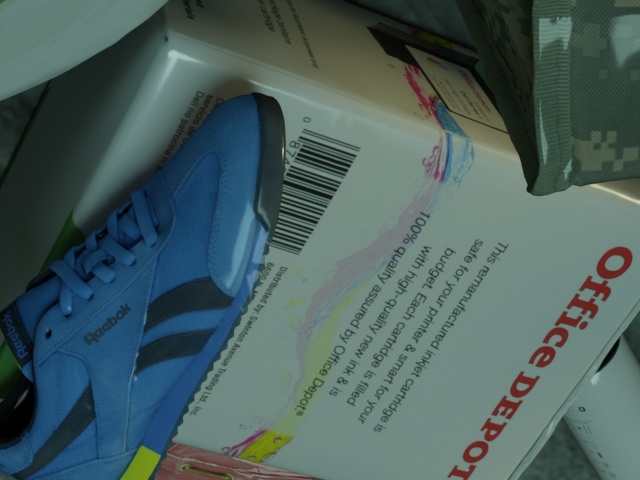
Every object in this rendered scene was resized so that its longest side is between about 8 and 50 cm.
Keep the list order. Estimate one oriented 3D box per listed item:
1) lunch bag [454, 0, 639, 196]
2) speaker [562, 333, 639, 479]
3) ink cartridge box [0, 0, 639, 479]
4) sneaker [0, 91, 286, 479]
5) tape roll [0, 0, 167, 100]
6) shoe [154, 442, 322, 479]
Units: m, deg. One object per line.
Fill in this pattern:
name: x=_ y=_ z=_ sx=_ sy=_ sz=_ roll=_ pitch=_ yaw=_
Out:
lunch bag: x=0.155 y=-0.164 z=0.674 sx=0.235 sy=0.287 sz=0.169 roll=-8 pitch=130 yaw=-6
speaker: x=0.169 y=0.101 z=1.025 sx=0.055 sy=0.055 sz=0.136 roll=-30 pitch=128 yaw=7
ink cartridge box: x=0.000 y=0.000 z=0.857 sx=0.278 sy=0.117 sz=0.201 roll=18 pitch=120 yaw=-26
sneaker: x=-0.082 y=0.024 z=0.736 sx=0.082 sy=0.069 sz=0.209 roll=18 pitch=120 yaw=-20
tape roll: x=-0.177 y=-0.135 z=0.628 sx=0.286 sy=0.100 sz=0.286 roll=-16 pitch=162 yaw=-5
shoe: x=-0.011 y=0.123 z=0.988 sx=0.178 sy=0.063 sz=0.081 roll=13 pitch=123 yaw=-18
